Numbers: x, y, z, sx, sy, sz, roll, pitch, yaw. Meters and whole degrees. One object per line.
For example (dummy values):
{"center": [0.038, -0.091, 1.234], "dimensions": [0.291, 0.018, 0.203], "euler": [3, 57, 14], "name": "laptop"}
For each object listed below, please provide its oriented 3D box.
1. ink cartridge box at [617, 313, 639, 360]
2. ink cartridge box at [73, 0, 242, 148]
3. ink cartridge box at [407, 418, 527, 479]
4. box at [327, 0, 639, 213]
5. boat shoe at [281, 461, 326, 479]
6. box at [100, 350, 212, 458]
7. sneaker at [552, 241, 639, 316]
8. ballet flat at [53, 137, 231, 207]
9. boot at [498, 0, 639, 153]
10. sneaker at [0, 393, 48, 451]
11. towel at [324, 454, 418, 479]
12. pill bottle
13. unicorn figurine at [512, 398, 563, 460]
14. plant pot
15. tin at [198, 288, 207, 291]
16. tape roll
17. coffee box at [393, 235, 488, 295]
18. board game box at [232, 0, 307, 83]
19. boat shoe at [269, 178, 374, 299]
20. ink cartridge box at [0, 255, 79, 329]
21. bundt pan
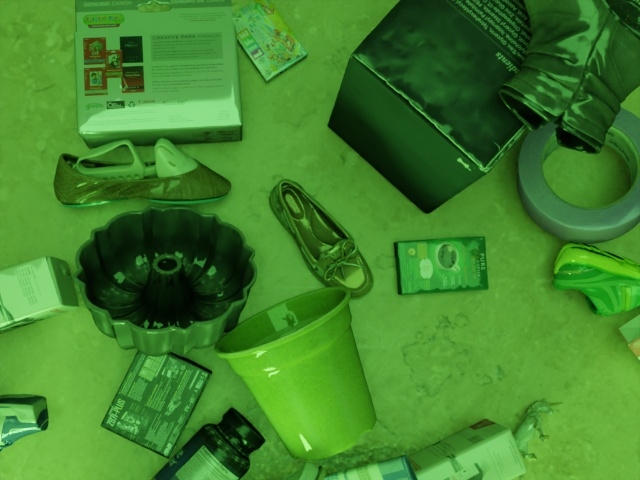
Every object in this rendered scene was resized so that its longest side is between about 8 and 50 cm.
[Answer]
{"center": [0.701, 0.224, 1.696], "dimensions": [0.115, 0.067, 0.198], "euler": [-37, 112, 15], "name": "ink cartridge box"}
{"center": [-0.313, -0.332, 1.660], "dimensions": [0.309, 0.130, 0.272], "euler": [-3, 83, -6], "name": "ink cartridge box"}
{"center": [0.262, 0.435, 1.625], "dimensions": [0.217, 0.158, 0.092], "euler": [-22, 88, -6], "name": "ink cartridge box"}
{"center": [0.285, -0.337, 1.539], "dimensions": [0.297, 0.480, 0.472], "euler": [40, 82, 1], "name": "box"}
{"center": [-0.109, 0.506, 1.563], "dimensions": [0.103, 0.113, 0.302], "euler": [39, 110, -1], "name": "boat shoe"}
{"center": [-0.312, 0.303, 1.626], "dimensions": [0.147, 0.077, 0.180], "euler": [25, 83, -2], "name": "box"}
{"center": [0.605, 0.100, 1.729], "dimensions": [0.295, 0.109, 0.124], "euler": [22, 109, -6], "name": "sneaker"}
{"center": [-0.347, -0.135, 1.638], "dimensions": [0.342, 0.116, 0.124], "euler": [-1, 117, 0], "name": "ballet flat"}
{"center": [0.327, -0.297, 1.243], "dimensions": [0.338, 0.118, 0.223], "euler": [37, 88, 4], "name": "boot"}
{"center": [-0.656, 0.392, 1.575], "dimensions": [0.315, 0.127, 0.182], "euler": [-8, 89, 1], "name": "sneaker"}
{"center": [0.085, 0.524, 1.584], "dimensions": [0.285, 0.034, 0.209], "euler": [-26, 87, 32], "name": "towel"}
{"center": [-0.212, 0.427, 1.602], "dimensions": [0.123, 0.123, 0.219], "euler": [44, 82, 0], "name": "pill bottle"}
{"center": [0.418, 0.376, 1.682], "dimensions": [0.162, 0.111, 0.060], "euler": [-43, 100, 7], "name": "unicorn figurine"}
{"center": [-0.022, 0.257, 1.584], "dimensions": [0.276, 0.276, 0.254], "euler": [-25, 99, -7], "name": "plant pot"}
{"center": [-0.285, 0.144, 1.666], "dimensions": [0.189, 0.040, 0.106], "euler": [6, 88, -4], "name": "tin"}
{"center": [0.534, -0.136, 1.695], "dimensions": [0.274, 0.090, 0.275], "euler": [-3, 72, 9], "name": "tape roll"}
{"center": [0.245, 0.052, 1.719], "dimensions": [0.184, 0.040, 0.113], "euler": [-5, 86, -5], "name": "coffee box"}
{"center": [-0.112, -0.414, 1.737], "dimensions": [0.103, 0.026, 0.154], "euler": [-35, 89, -7], "name": "board game box"}
{"center": [0.000, 0.000, 1.677], "dimensions": [0.104, 0.089, 0.285], "euler": [-42, 90, -8], "name": "boat shoe"}
{"center": [-0.587, 0.115, 1.572], "dimensions": [0.237, 0.172, 0.100], "euler": [-19, 87, -7], "name": "ink cartridge box"}
{"center": [-0.283, 0.084, 1.568], "dimensions": [0.330, 0.124, 0.331], "euler": [5, 43, -4], "name": "bundt pan"}
